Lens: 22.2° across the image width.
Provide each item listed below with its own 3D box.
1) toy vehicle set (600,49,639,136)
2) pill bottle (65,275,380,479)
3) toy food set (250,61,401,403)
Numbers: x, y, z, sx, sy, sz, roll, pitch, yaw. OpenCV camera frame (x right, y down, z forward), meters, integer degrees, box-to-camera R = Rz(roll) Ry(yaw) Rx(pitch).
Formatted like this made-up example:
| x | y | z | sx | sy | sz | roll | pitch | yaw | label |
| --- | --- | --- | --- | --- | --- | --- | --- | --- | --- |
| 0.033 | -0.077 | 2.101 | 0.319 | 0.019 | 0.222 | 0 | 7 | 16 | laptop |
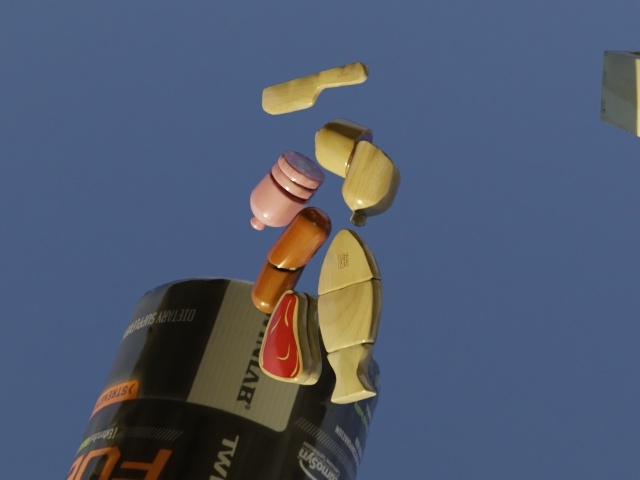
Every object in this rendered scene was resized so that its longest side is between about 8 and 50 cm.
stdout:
| x | y | z | sx | sy | sz | roll | pitch | yaw | label |
| --- | --- | --- | --- | --- | --- | --- | --- | --- | --- |
| 0.280 | -0.058 | 0.739 | 0.267 | 0.166 | 0.035 | 0 | -78 | -12 | toy vehicle set |
| -0.062 | 0.149 | 0.745 | 0.130 | 0.130 | 0.245 | 10 | -123 | 12 | pill bottle |
| 0.000 | 0.000 | 0.595 | 0.078 | 0.019 | 0.122 | -9 | -107 | 47 | toy food set |
